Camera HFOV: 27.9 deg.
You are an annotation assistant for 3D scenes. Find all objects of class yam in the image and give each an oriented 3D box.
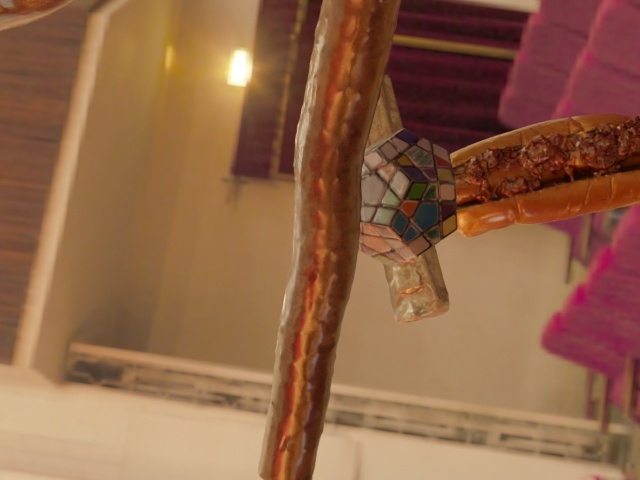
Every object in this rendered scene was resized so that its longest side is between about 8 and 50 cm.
[{"bbox_3d":[0.000,0.000,0.722,0.045,0.045,0.326,-65,-14,-64],"label":"yam"}]

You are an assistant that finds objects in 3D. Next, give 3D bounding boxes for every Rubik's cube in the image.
[{"bbox_3d":[0.061,-0.035,1.039,0.093,0.111,0.111,60,-171,-6],"label":"Rubik's cube"}]

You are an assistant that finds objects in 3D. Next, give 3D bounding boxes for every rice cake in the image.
[{"bbox_3d":[0.072,-0.044,1.283,0.052,0.057,0.256,163,92,-83],"label":"rice cake"}]

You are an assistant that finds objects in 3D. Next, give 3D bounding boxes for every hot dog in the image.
[{"bbox_3d":[0.217,-0.069,1.167,0.076,0.249,0.102,102,153,-51],"label":"hot dog"}]

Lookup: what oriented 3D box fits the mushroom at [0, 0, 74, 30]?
[{"bbox_3d":[-0.181,-0.303,0.707,0.259,0.346,0.345,88,-170,-79],"label":"mushroom"}]
